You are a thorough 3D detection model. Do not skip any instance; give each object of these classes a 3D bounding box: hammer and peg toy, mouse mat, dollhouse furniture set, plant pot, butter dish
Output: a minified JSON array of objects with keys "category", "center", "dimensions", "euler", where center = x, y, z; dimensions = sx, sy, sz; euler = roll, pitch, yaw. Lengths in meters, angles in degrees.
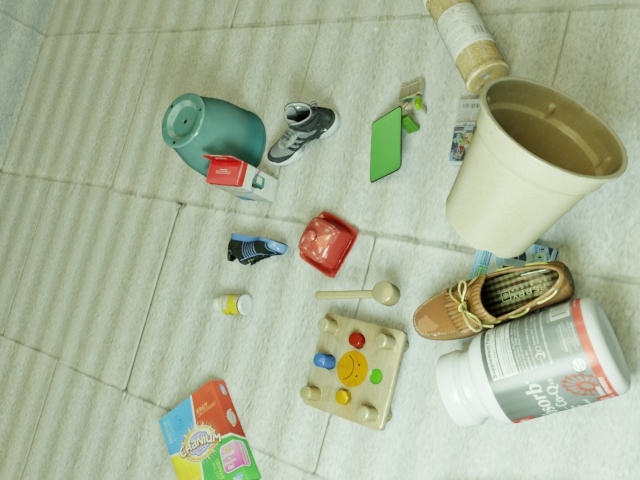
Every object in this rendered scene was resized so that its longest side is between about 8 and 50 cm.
[{"category":"hammer and peg toy","center":[0.096,0.280,1.737],"dimensions":[0.266,0.127,0.361],"euler":[9,81,37]},{"category":"mouse mat","center":[0.183,-0.267,1.871],"dimensions":[0.152,0.007,0.190],"euler":[-21,61,58]},{"category":"dollhouse furniture set","center":[0.262,-0.379,1.883],"dimensions":[0.076,0.058,0.152],"euler":[-15,49,38]},{"category":"plant pot","center":[0.437,-0.137,1.479],"dimensions":[0.334,0.333,0.305],"euler":[58,141,31]},{"category":"butter dish","center":[0.000,0.000,1.888],"dimensions":[0.160,0.118,0.160],"euler":[32,95,35]},{"category":"plant pot","center":[-0.357,-0.338,2.144],"dimensions":[0.271,0.255,0.272],"euler":[-10,71,31]}]

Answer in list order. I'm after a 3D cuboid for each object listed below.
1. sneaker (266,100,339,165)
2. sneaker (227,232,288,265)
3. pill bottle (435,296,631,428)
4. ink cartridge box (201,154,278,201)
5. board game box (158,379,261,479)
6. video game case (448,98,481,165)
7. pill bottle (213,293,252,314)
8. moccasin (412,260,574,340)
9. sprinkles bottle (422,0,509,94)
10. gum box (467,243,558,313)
[{"category":"sneaker","center":[-0.085,-0.332,2.021],"dimensions":[0.268,0.153,0.101],"euler":[-31,61,23]},{"category":"sneaker","center":[-0.195,0.036,2.038],"dimensions":[0.232,0.081,0.091],"euler":[8,83,42]},{"category":"pill bottle","center":[0.451,0.276,1.447],"dimensions":[0.363,0.210,0.210],"euler":[-25,63,26]},{"category":"ink cartridge box","center":[-0.251,-0.189,2.042],"dimensions":[0.134,0.231,0.078],"euler":[7,80,35]},{"category":"board game box","center":[-0.331,0.609,1.963],"dimensions":[0.242,0.064,0.317],"euler":[-39,58,18]},{"category":"video game case","center":[0.442,-0.282,1.734],"dimensions":[0.201,0.023,0.184],"euler":[4,79,34]},{"category":"pill bottle","center":[-0.270,0.195,2.045],"dimensions":[0.116,0.065,0.065],"euler":[-2,75,34]},{"category":"moccasin","center":[0.379,0.141,1.524],"dimensions":[0.380,0.147,0.139],"euler":[-16,70,30]},{"category":"sprinkles bottle","center":[0.382,-0.562,1.795],"dimensions":[0.121,0.121,0.355],"euler":[-30,61,23]},{"category":"gum box","center":[0.455,0.078,1.606],"dimensions":[0.184,0.041,0.157],"euler":[15,85,35]}]
